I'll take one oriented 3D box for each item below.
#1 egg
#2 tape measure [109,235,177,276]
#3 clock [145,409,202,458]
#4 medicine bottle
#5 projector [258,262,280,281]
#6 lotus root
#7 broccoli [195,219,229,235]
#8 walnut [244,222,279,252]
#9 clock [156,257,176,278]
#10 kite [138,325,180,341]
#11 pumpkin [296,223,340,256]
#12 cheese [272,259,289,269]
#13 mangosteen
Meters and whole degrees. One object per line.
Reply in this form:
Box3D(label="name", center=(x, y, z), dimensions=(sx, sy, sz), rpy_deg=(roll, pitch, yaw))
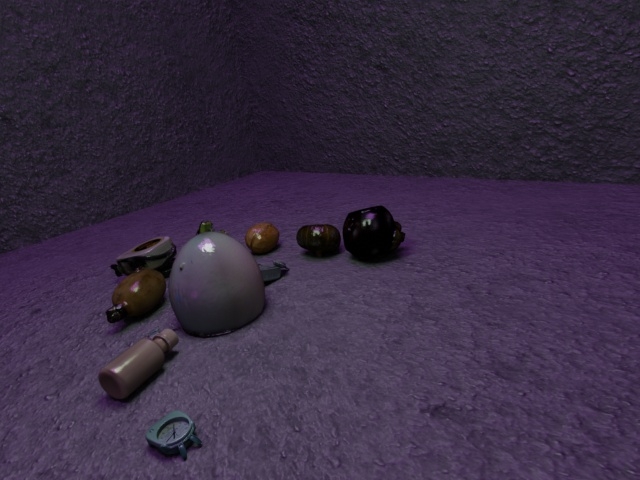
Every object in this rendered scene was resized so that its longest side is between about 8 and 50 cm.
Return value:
Box3D(label="egg", center=(-0.400, 0.128, 1.549), dimensions=(0.356, 0.339, 0.354), rpy_deg=(-6, 21, 2))
Box3D(label="tape measure", center=(-0.850, 0.090, 2.027), dimensions=(0.232, 0.132, 0.271), rpy_deg=(-2, 24, 37))
Box3D(label="clock", center=(-0.357, 0.482, 1.014), dimensions=(0.135, 0.041, 0.101), rpy_deg=(10, 27, 38))
Box3D(label="medicine bottle", center=(-0.553, 0.370, 1.285), dimensions=(0.114, 0.114, 0.252), rpy_deg=(1, 23, 25))
Box3D(label="projector", center=(-0.266, 0.143, 1.798), dimensions=(0.115, 0.061, 0.147), rpy_deg=(13, 13, 42))
Box3D(label="lotus root", center=(-0.753, 0.228, 1.673), dimensions=(0.183, 0.182, 0.310), rpy_deg=(-5, 23, 10))
Box3D(label="broccoli", center=(-0.513, 0.049, 1.984), dimensions=(0.180, 0.272, 0.243), rpy_deg=(39, 43, 19))
Box3D(label="walnut", center=(-0.302, -0.015, 2.152), dimensions=(0.159, 0.158, 0.207), rpy_deg=(1, 23, 26))
Box3D(label="clock", center=(-0.786, 0.141, 2.092), dimensions=(0.185, 0.040, 0.184), rpy_deg=(-8, 21, 3))
Box3D(label="kite", center=(-0.593, 0.349, 1.512), dimensions=(0.157, 0.011, 0.139), rpy_deg=(-19, 26, -22))
Box3D(label="pumpkin", center=(0.000, 0.000, 1.997), dimensions=(0.219, 0.162, 0.219), rpy_deg=(1, -4, 0))
Box3D(label="cheese", center=(-0.179, 0.109, 1.848), dimensions=(0.067, 0.026, 0.120), rpy_deg=(19, -11, 17))
Box3D(label="mangosteen", center=(0.245, -0.042, 1.875), dimensions=(0.288, 0.232, 0.287), rpy_deg=(-15, -1, 0))
